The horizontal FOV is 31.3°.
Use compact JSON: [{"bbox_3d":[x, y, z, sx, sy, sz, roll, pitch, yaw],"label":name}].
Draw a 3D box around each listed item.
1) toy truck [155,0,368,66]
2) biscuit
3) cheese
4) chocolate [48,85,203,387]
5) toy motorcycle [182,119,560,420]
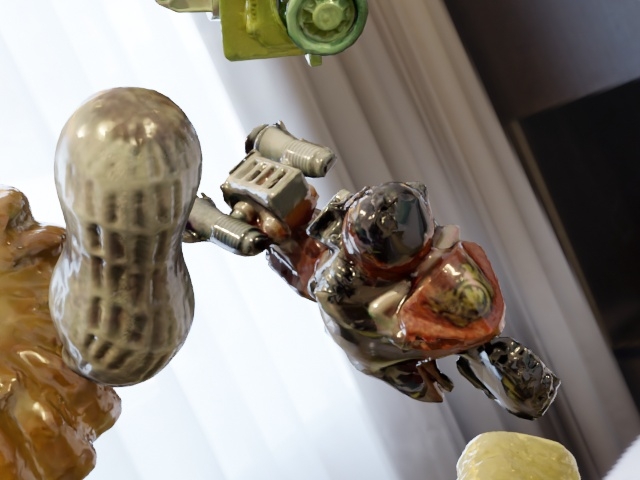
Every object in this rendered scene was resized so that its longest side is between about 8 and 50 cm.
[{"bbox_3d":[-0.049,-0.224,0.586,0.135,0.260,0.128,-5,34,-12],"label":"toy truck"},{"bbox_3d":[-0.282,0.058,0.779,0.325,0.326,0.107,-34,-13,-48],"label":"biscuit"},{"bbox_3d":[0.188,0.265,1.074,0.123,0.094,0.167,3,35,6],"label":"cheese"},{"bbox_3d":[-0.094,0.003,0.547,0.072,0.167,0.072,6,33,-4],"label":"chocolate"},{"bbox_3d":[0.000,0.000,0.881,0.401,0.207,0.134,30,71,36],"label":"toy motorcycle"}]
